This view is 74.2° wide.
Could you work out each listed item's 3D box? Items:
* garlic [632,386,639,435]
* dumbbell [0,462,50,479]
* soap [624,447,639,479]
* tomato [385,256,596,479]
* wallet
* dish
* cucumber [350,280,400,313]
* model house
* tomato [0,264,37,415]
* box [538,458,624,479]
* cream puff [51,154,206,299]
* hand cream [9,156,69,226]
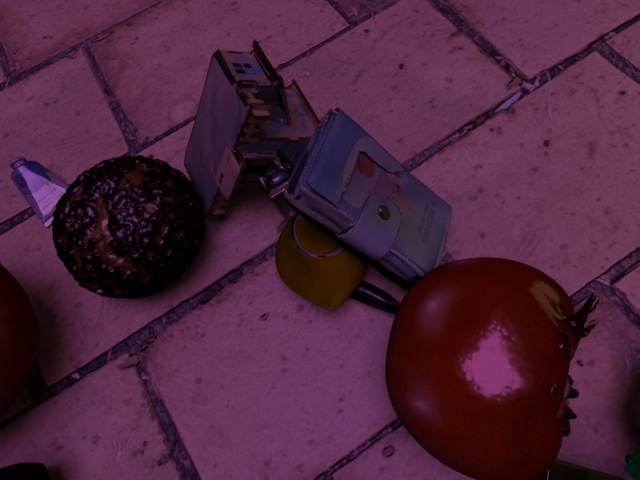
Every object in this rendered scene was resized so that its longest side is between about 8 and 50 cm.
[{"bbox_3d":[0.495,0.225,0.491,0.228,0.152,0.228,1,57,-1],"label":"garlic"},{"bbox_3d":[-0.397,0.416,0.529,0.152,0.152,0.218,-33,69,-6],"label":"dumbbell"},{"bbox_3d":[0.354,0.317,0.370,0.098,0.273,0.218,-35,44,6],"label":"soap"},{"bbox_3d":[0.197,0.147,0.515,0.224,0.256,0.256,11,71,27],"label":"tomato"},{"bbox_3d":[0.080,-0.056,0.614,0.250,0.075,0.176,35,55,-19],"label":"wallet"},{"bbox_3d":[0.000,0.000,0.654,0.149,0.080,0.208,-10,56,-6],"label":"dish"},{"bbox_3d":[0.043,0.071,0.670,0.184,0.033,0.036,19,51,16],"label":"cucumber"},{"bbox_3d":[-0.081,-0.162,0.696,0.206,0.271,0.178,-14,62,-38],"label":"model house"},{"bbox_3d":[-0.565,0.153,0.566,0.321,0.321,0.321,-2,70,6],"label":"tomato"},{"bbox_3d":[0.374,0.362,0.527,0.193,0.030,0.121,12,72,11],"label":"box"},{"bbox_3d":[-0.304,-0.027,0.667,0.239,0.165,0.239,-4,76,16],"label":"cream puff"},{"bbox_3d":[-0.526,-0.102,0.794,0.142,0.053,0.084,44,79,8],"label":"hand cream"}]
